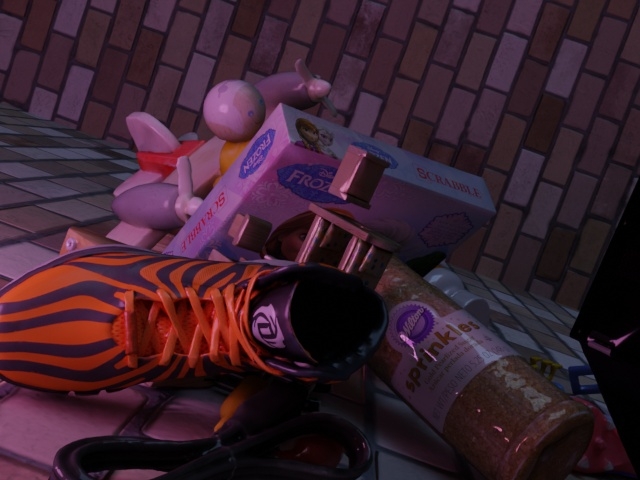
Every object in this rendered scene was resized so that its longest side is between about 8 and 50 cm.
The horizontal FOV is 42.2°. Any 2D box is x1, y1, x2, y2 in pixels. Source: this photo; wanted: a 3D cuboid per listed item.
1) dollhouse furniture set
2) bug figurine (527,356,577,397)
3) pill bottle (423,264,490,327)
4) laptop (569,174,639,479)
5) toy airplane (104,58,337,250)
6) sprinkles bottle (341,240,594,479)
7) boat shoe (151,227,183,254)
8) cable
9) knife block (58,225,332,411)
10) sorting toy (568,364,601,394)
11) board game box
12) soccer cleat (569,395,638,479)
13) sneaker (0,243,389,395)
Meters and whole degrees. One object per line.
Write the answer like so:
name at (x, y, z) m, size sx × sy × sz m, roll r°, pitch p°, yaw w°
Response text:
dollhouse furniture set at (-0.001, -0.009, 0.815) m, size 0.161 × 0.182 × 0.101 m, roll 18°, pitch 9°, yaw -47°
bug figurine at (0.186, 0.178, 1.071) m, size 0.279 × 0.072 × 0.216 m, roll 6°, pitch 8°, yaw -45°
pill bottle at (0.148, 0.095, 1.352) m, size 0.245 × 0.136 × 0.136 m, roll 26°, pitch 9°, yaw 42°
laptop at (0.454, 0.126, 0.748) m, size 0.236 × 0.408 × 0.382 m, roll 19°, pitch 5°, yaw -32°
toy airplane at (-0.138, -0.125, 1.222) m, size 0.384 × 0.272 × 0.386 m, roll -9°, pitch 46°, yaw -9°
sprinkles bottle at (0.116, 0.117, 0.880) m, size 0.121 × 0.121 × 0.355 m, roll 13°, pitch 21°, yaw -46°
boat shoe at (-0.196, -0.014, 1.395) m, size 0.109 × 0.098 × 0.302 m, roll 21°, pitch 7°, yaw 11°
cable at (-0.065, 0.169, 0.612) m, size 0.139 × 0.072 × 0.287 m, roll 35°, pitch 25°, yaw 22°
knife block at (-0.116, 0.085, 0.871) m, size 0.275 × 0.088 × 0.242 m, roll 26°, pitch 7°, yaw 36°
sorting toy at (0.577, 0.229, 1.323) m, size 0.347 × 0.196 × 0.047 m, roll 4°, pitch 41°, yaw 10°
board game box at (0.000, 0.000, 1.050) m, size 0.318 × 0.318 × 0.066 m, roll 14°, pitch 45°, yaw -33°
soccer cleat at (0.335, 0.242, 1.011) m, size 0.248 × 0.083 × 0.095 m, roll 18°, pitch -8°, yaw -21°
sneaker at (-0.091, 0.056, 0.649) m, size 0.321 × 0.125 × 0.180 m, roll -6°, pitch -1°, yaw -28°
